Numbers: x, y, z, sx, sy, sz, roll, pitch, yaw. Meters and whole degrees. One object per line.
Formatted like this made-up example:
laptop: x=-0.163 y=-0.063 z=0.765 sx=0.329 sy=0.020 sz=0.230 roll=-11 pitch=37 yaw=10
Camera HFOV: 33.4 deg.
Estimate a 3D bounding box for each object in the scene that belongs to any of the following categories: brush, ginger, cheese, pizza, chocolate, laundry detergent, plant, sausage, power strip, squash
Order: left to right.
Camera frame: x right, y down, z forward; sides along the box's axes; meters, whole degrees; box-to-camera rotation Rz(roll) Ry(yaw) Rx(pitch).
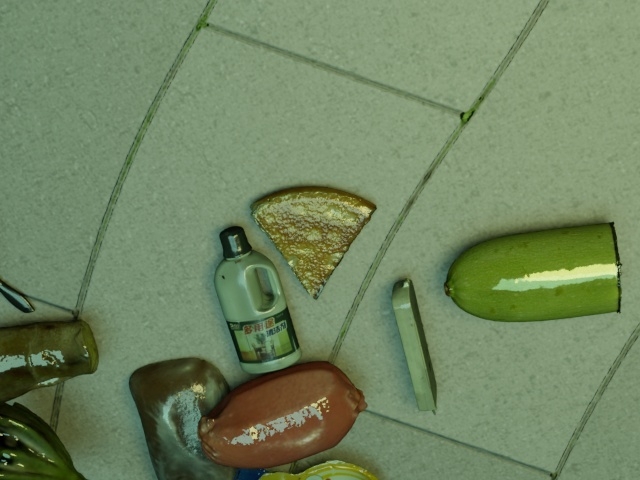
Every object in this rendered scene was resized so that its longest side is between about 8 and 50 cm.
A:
brush: x=-0.520 y=0.048 z=1.652 sx=0.063 sy=0.016 sz=0.193 roll=-42 pitch=101 yaw=18
ginger: x=-0.469 y=0.188 z=1.650 sx=0.262 sy=0.109 sz=0.117 roll=-14 pitch=95 yaw=10
plant: x=-0.379 y=0.343 z=1.628 sx=0.333 sy=0.251 sz=0.180 roll=4 pitch=82 yaw=-4
chocolate: x=-0.208 y=0.317 z=1.686 sx=0.156 sy=0.080 sz=0.254 roll=-11 pitch=109 yaw=9
laundry detergent: x=-0.102 y=0.086 z=1.597 sx=0.099 sy=0.070 sz=0.226 roll=-9 pitch=108 yaw=18
sausage: x=-0.057 y=0.265 z=1.613 sx=0.254 sy=0.148 sz=0.148 roll=-17 pitch=108 yaw=2
cheese: x=-0.011 y=0.419 z=1.701 sx=0.270 sy=0.069 sz=0.177 roll=14 pitch=113 yaw=-7
pizza: x=0.000 y=0.000 z=1.573 sx=0.184 sy=0.036 sz=0.176 roll=-11 pitch=111 yaw=7
power strip: x=0.143 y=0.163 z=1.595 sx=0.029 sy=0.080 sz=0.227 roll=-11 pitch=109 yaw=12
squash: x=0.299 y=0.049 z=1.513 sx=0.247 sy=0.132 sz=0.133 roll=-5 pitch=110 yaw=9
